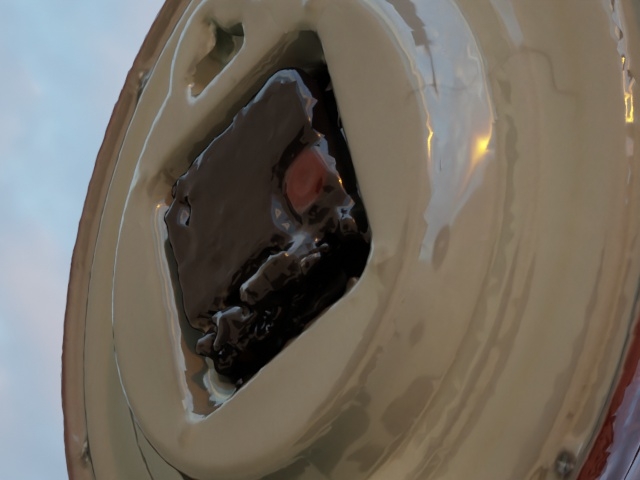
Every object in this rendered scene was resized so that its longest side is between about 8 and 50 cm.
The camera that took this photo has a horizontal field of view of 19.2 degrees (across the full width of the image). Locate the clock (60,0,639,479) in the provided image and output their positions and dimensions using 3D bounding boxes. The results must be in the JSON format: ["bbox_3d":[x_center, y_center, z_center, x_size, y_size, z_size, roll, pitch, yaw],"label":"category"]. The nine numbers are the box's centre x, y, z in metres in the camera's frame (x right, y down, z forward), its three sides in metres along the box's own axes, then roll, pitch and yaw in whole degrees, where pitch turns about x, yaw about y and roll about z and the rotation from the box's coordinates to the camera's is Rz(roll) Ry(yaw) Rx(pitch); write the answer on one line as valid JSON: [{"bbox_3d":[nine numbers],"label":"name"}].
[{"bbox_3d":[0.000,0.000,0.632,0.318,0.080,0.319,-22,-119,49],"label":"clock"}]
